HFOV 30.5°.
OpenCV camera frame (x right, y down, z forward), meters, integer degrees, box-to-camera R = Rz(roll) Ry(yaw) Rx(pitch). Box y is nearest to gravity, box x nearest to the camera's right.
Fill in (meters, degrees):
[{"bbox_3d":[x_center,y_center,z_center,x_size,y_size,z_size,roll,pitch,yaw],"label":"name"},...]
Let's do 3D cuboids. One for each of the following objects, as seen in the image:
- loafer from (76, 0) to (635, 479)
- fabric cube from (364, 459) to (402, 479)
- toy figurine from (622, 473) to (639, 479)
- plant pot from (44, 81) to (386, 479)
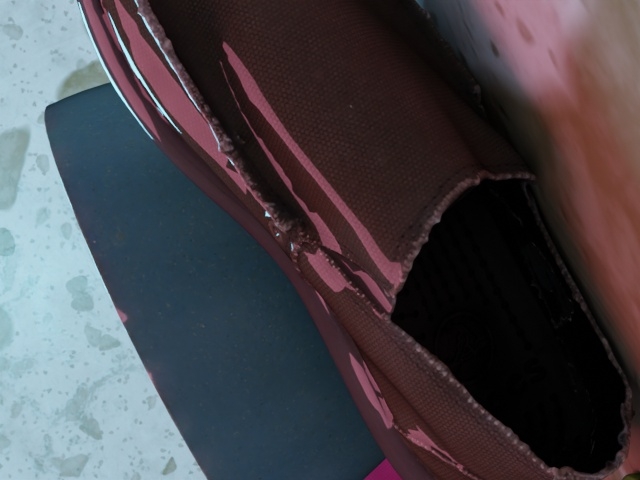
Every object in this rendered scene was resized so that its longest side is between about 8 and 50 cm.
[{"bbox_3d":[0.033,-0.038,0.505,0.366,0.134,0.130,54,156,-13],"label":"loafer"},{"bbox_3d":[0.015,0.212,1.575,0.259,0.258,0.254,63,178,5],"label":"fabric cube"},{"bbox_3d":[0.109,0.193,0.552,0.130,0.159,0.173,61,176,41],"label":"toy figurine"},{"bbox_3d":[-0.010,0.008,0.707,0.290,0.195,0.290,64,178,4],"label":"plant pot"}]
